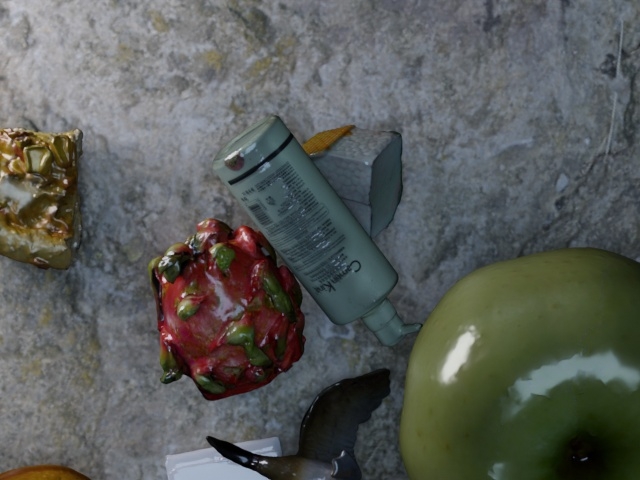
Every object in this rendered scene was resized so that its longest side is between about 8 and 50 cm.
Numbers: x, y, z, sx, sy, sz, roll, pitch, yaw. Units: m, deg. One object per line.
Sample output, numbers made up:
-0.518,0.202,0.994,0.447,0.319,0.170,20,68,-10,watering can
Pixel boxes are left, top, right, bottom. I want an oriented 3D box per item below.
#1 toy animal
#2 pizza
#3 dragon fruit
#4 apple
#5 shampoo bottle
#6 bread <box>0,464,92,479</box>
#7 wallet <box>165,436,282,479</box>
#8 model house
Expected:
-0.012,0.229,1.876,0.197,0.160,0.272,32,74,-31,toy animal
-0.304,-0.057,1.940,0.182,0.062,0.161,44,86,2,pizza
-0.102,0.067,1.889,0.166,0.160,0.172,-32,108,-25,dragon fruit
0.245,0.176,1.810,0.357,0.357,0.357,0,88,-1,apple
0.000,0.000,1.885,0.085,0.085,0.262,-38,102,-2,shampoo bottle
-0.314,0.337,1.858,0.269,0.142,0.195,-27,112,-19,bread
-0.097,0.243,1.952,0.122,0.025,0.061,-10,82,-2,wallet
0.024,-0.063,1.944,0.100,0.088,0.101,12,121,22,model house
